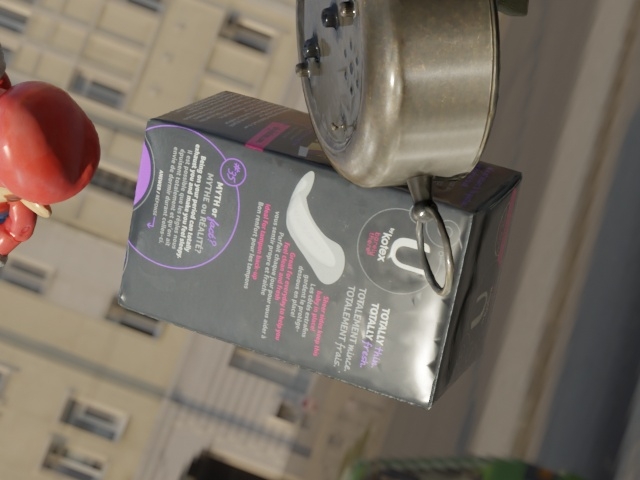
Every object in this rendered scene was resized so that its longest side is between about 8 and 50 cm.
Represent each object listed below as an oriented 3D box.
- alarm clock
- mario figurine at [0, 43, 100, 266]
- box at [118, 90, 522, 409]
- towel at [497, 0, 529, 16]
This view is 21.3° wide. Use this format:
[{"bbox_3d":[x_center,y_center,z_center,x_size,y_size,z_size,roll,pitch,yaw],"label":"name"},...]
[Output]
[{"bbox_3d":[0.032,-0.069,0.729,0.129,0.064,0.192,134,125,-70],"label":"alarm clock"},{"bbox_3d":[-0.337,-0.077,1.639,0.170,0.198,0.320,-45,9,-24],"label":"mario figurine"},{"bbox_3d":[0.000,0.000,1.338,0.143,0.270,0.165,-32,-44,-63],"label":"box"},{"bbox_3d":[0.084,-0.383,1.550,0.056,0.324,0.312,-22,67,35],"label":"towel"}]
